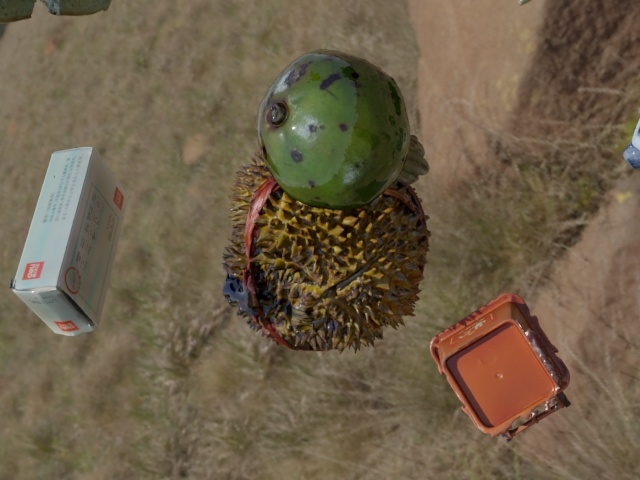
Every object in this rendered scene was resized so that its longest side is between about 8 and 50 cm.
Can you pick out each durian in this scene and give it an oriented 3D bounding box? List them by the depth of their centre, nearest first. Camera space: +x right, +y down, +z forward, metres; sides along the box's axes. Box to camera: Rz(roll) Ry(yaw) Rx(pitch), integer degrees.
[{"bbox_3d":[-0.001,0.005,1.358,0.384,0.347,0.348,32,98,42],"label":"durian"}]

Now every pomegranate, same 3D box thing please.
[{"bbox_3d":[0.035,-0.129,1.106,0.202,0.247,0.202,-17,66,44],"label":"pomegranate"}]

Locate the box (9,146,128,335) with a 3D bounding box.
[{"bbox_3d":[-0.377,-0.002,1.364,0.079,0.135,0.270,-6,55,14],"label":"box"}]

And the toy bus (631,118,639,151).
[{"bbox_3d":[0.378,-0.044,0.659,0.136,0.329,0.109,-55,32,13],"label":"toy bus"}]

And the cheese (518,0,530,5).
[{"bbox_3d":[0.495,-0.609,1.875,0.235,0.127,0.050,-29,10,13],"label":"cheese"}]

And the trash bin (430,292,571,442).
[{"bbox_3d":[0.248,0.183,1.198,0.161,0.184,0.238,-33,-7,8],"label":"trash bin"}]

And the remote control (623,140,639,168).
[{"bbox_3d":[0.374,-0.113,0.916,0.043,0.027,0.152,-43,8,-35],"label":"remote control"}]

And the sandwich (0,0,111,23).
[{"bbox_3d":[-0.439,-0.457,1.374,0.095,0.273,0.249,45,133,27],"label":"sandwich"}]
